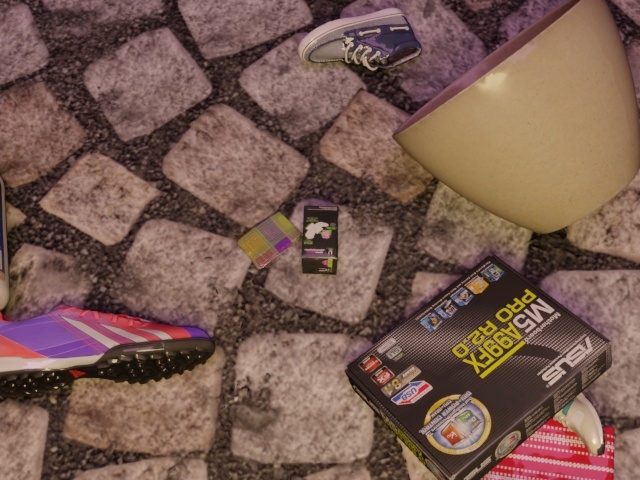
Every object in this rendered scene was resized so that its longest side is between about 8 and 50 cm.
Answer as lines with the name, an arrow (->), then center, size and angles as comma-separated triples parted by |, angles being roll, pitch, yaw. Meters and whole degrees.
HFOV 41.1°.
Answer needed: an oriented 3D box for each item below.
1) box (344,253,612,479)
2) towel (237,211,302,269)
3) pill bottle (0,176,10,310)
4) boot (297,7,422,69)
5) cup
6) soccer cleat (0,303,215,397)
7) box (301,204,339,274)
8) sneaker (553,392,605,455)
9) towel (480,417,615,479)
box -> 0.201, 0.164, 1.104 | 0.270, 0.060, 0.216 | -36, 48, -13
towel -> -0.076, -0.001, 1.256 | 0.083, 0.009, 0.060 | -39, 69, -15
pill bottle -> -0.524, -0.027, 1.208 | 0.153, 0.153, 0.264 | -11, 65, -3
boot -> 0.064, -0.307, 1.358 | 0.190, 0.069, 0.086 | -21, 63, -9
cup -> 0.299, -0.150, 1.171 | 0.331, 0.331, 0.237 | -38, 96, -14
soccer cleat -> -0.302, 0.133, 1.155 | 0.318, 0.108, 0.116 | -7, 61, 2
box -> 0.000, 0.000, 1.223 | 0.052, 0.062, 0.083 | 2, 65, 2
sneaker -> 0.307, 0.217, 1.102 | 0.075, 0.057, 0.161 | -19, 44, 1
towel -> 0.265, 0.351, 1.069 | 0.199, 0.031, 0.275 | 9, 66, 6
